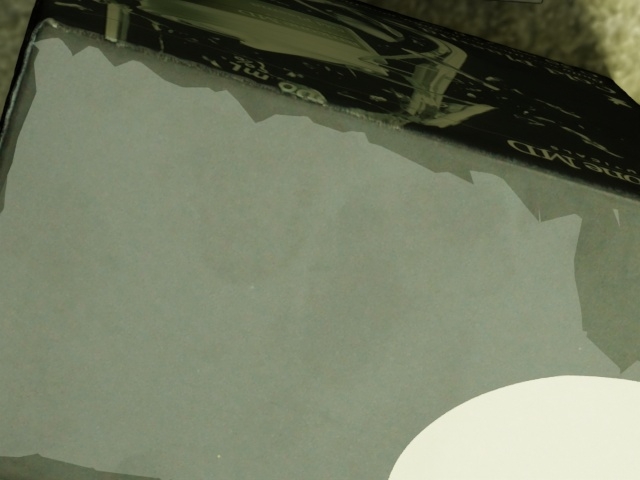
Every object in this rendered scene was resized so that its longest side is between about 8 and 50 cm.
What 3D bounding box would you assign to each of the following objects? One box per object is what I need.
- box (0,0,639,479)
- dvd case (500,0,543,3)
[{"bbox_3d":[0.000,0.000,1.377,0.480,0.472,0.297,16,106,-10],"label":"box"},{"bbox_3d":[0.098,-0.301,1.489,0.179,0.029,0.238,4,119,-4],"label":"dvd case"}]
